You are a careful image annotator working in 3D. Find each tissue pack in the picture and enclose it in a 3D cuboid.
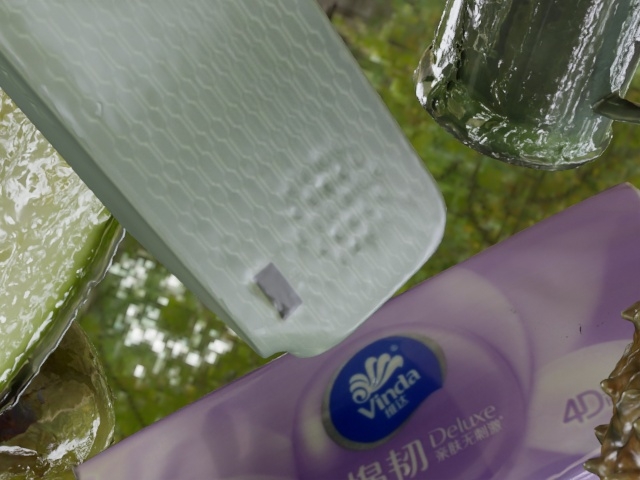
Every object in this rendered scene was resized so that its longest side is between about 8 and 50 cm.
[{"bbox_3d":[0.072,0.140,0.747,0.160,0.338,0.242,59,175,35],"label":"tissue pack"}]

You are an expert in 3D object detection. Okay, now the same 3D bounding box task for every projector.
[{"bbox_3d":[-0.080,-0.090,0.551,0.250,0.108,0.198,51,171,-31],"label":"projector"}]

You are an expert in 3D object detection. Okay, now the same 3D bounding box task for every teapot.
[{"bbox_3d":[0.220,-0.203,1.111,0.200,0.337,0.270,-19,-129,-37],"label":"teapot"}]

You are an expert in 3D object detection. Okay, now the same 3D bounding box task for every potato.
[{"bbox_3d":[-0.332,0.151,1.210,0.307,0.210,0.173,-14,-175,-29],"label":"potato"}]

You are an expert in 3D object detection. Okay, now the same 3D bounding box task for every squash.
[{"bbox_3d":[-0.234,-0.021,0.921,0.233,0.309,0.210,43,-163,-49],"label":"squash"}]

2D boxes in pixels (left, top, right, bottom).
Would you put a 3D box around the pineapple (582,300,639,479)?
[{"bbox_3d":[0.096,0.107,0.342,0.125,0.251,0.125,22,148,15],"label":"pineapple"}]
